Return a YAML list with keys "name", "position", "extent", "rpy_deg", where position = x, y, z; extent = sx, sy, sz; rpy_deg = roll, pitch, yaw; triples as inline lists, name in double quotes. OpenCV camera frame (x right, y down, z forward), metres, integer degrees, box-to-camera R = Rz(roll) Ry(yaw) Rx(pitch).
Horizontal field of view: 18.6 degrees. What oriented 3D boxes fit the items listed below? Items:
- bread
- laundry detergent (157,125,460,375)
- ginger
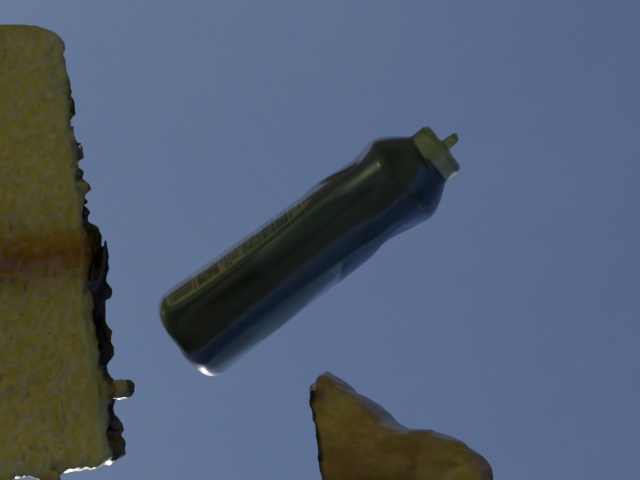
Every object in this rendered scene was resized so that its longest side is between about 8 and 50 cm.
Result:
- name: "bread"
  position: [-0.222, 0.010, 1.118]
  extent: [0.178, 0.266, 0.141]
  rpy_deg: [0, -173, 45]
- name: "laundry detergent"
  position: [-0.001, -0.001, 1.169]
  extent: [0.206, 0.061, 0.096]
  rpy_deg: [-37, 175, 7]
- name: "ginger"
  position: [0.053, 0.153, 1.324]
  extent: [0.122, 0.115, 0.193]
  rpy_deg: [-30, -124, 14]
